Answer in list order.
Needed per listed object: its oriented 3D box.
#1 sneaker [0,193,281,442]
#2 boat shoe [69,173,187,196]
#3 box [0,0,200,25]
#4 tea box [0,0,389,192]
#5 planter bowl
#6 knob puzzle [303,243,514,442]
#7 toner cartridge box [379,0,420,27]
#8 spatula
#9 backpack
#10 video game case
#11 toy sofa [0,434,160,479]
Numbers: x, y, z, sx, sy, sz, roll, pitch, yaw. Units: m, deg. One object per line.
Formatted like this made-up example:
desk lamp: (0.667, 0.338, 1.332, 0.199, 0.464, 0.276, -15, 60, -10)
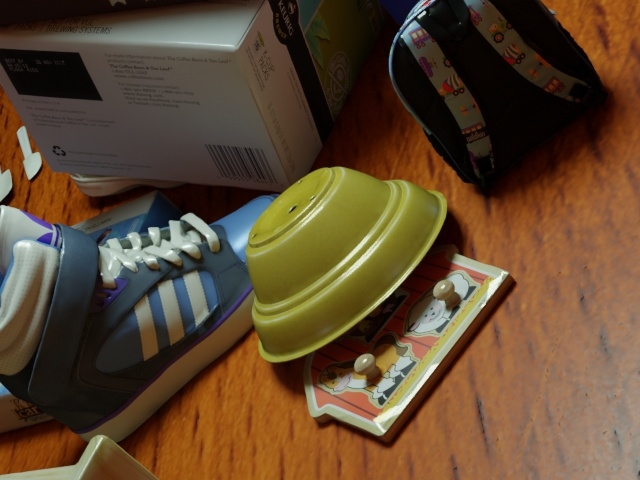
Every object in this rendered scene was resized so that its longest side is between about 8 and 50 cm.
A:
sneaker: (-0.190, 0.021, 1.370, 0.323, 0.236, 0.130, -46, 28, -4)
boat shoe: (-0.207, -0.133, 1.747, 0.320, 0.103, 0.118, -8, 44, 41)
box: (-0.242, -0.334, 1.417, 0.381, 0.191, 0.143, -4, 48, 19)
tea box: (-0.138, -0.247, 1.587, 0.329, 0.220, 0.323, 7, 53, 27)
planter bowl: (0.000, 0.000, 1.267, 0.217, 0.090, 0.217, -37, 18, 14)
knob puzzle: (0.050, 0.071, 1.209, 0.213, 0.030, 0.213, -32, 29, 21)
toner cartridge box: (0.147, -0.398, 1.593, 0.075, 0.165, 0.348, -10, 43, 45)
spatula: (-0.449, -0.136, 2.170, 0.168, 0.019, 0.242, -43, 28, 2)
backpack: (0.138, -0.156, 1.255, 0.158, 0.173, 0.117, -38, 28, 11)
video game case: (-0.291, 0.086, 1.604, 0.244, 0.061, 0.269, -21, 35, 38)
toy sofa: (-0.274, 0.288, 1.203, 0.362, 0.150, 0.177, -14, 38, 43)
